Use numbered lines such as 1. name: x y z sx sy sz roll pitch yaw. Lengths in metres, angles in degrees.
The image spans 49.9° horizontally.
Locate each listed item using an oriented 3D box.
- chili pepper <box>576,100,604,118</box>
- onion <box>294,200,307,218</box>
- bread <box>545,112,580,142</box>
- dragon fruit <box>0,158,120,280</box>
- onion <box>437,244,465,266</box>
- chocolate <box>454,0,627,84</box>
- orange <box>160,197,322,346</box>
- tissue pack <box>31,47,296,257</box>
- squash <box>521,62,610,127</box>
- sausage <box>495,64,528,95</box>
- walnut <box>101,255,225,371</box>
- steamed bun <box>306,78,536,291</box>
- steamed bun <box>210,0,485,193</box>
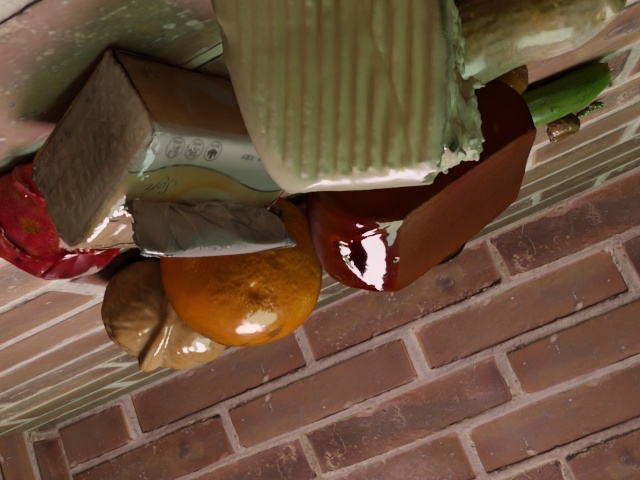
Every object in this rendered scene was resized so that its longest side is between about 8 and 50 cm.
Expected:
1. chili pepper: 0.690 -0.335 1.759 0.027 0.022 0.083 -13 168 -39
2. onion: -0.066 0.006 1.586 0.230 0.163 0.230 -56 162 -28
3. bread: 0.605 -0.288 1.720 0.082 0.060 0.113 -24 169 9
4. dragon fruit: -0.350 -0.037 0.995 0.163 0.189 0.261 7 -166 42
5. onion: 0.208 -0.119 1.461 0.267 0.349 0.159 27 -177 -24
6. chocolate: 0.272 -0.304 0.966 0.309 0.134 0.134 -21 167 6
7. orange: -0.146 0.050 1.304 0.312 0.312 0.312 -21 167 -5
8. tissue pack: -0.160 -0.075 0.887 0.238 0.239 0.305 -30 165 30
9. squash: 0.480 -0.291 1.450 0.292 0.082 0.082 -23 167 1
10. sausage: 0.239 -0.236 1.217 0.274 0.105 0.105 -31 165 35
11. walnut: -0.324 0.151 1.501 0.296 0.285 0.285 20 155 -10
12. steamed bun: 0.129 -0.113 1.067 0.379 0.248 0.235 -34 148 -23
13. steamed bun: 0.055 -0.193 0.726 0.273 0.290 0.272 -9 -179 28
